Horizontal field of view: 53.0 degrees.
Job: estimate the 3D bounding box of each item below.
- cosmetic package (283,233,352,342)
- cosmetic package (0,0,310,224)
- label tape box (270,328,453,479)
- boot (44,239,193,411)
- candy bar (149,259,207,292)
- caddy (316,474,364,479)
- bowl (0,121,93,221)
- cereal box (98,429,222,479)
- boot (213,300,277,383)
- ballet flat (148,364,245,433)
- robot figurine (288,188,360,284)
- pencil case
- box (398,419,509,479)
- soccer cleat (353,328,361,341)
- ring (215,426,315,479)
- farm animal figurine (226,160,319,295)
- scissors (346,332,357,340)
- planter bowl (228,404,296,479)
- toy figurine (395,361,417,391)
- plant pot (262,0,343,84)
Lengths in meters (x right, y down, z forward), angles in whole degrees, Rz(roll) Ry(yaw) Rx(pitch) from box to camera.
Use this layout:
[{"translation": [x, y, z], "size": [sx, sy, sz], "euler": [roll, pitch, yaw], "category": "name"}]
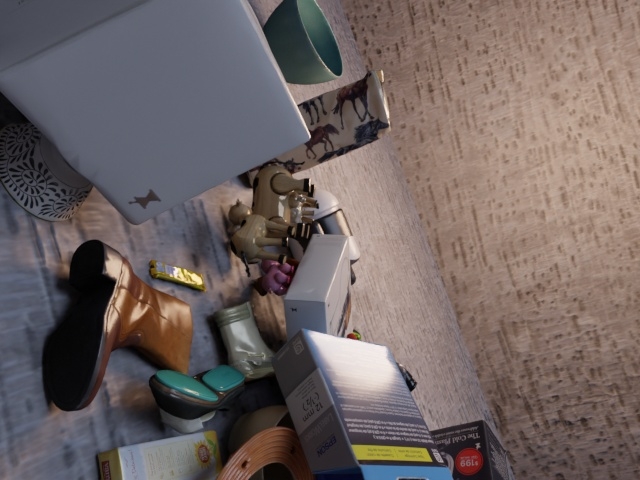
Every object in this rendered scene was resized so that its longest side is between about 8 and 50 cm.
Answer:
[{"translation": [0.006, 0.215, 1.453], "size": [0.284, 0.098, 0.377], "euler": [-64, 154, -58], "category": "cosmetic package"}, {"translation": [-0.262, -0.310, 1.007], "size": [0.329, 0.328, 0.393], "euler": [59, 7, -51], "category": "cosmetic package"}, {"translation": [0.079, 0.341, 1.161], "size": [0.249, 0.115, 0.347], "euler": [19, 35, -41], "category": "label tape box"}, {"translation": [-0.304, 0.171, 1.025], "size": [0.280, 0.096, 0.264], "euler": [56, 20, -54], "category": "boot"}, {"translation": [-0.269, 0.069, 1.233], "size": [0.161, 0.018, 0.040], "euler": [27, 44, -58], "category": "candy bar"}, {"translation": [0.053, 0.535, 1.312], "size": [0.241, 0.179, 0.341], "euler": [-103, -178, -56], "category": "caddy"}, {"translation": [-0.407, -0.121, 1.000], "size": [0.170, 0.080, 0.170], "euler": [50, 29, -41], "category": "bowl"}, {"translation": [-0.232, 0.395, 0.993], "size": [0.240, 0.047, 0.173], "euler": [20, 53, -61], "category": "cereal box"}, {"translation": [-0.138, 0.208, 1.342], "size": [0.213, 0.077, 0.165], "euler": [5, 64, -66], "category": "boot"}, {"translation": [-0.207, 0.271, 1.080], "size": [0.096, 0.095, 0.280], "euler": [-63, 159, 1], "category": "ballet flat"}, {"translation": [-0.002, 0.001, 1.712], "size": [0.174, 0.209, 0.278], "euler": [-26, 97, -38], "category": "robot figurine"}, {"translation": [-0.014, -0.285, 1.612], "size": [0.160, 0.410, 0.183], "euler": [43, 28, -67], "category": "pencil case"}, {"translation": [0.286, 0.649, 1.571], "size": [0.179, 0.343, 0.312], "euler": [54, 26, -37], "category": "box"}, {"translation": [0.059, 0.243, 1.788], "size": [0.179, 0.060, 0.072], "euler": [40, 23, -49], "category": "soccer cleat"}, {"translation": [-0.111, 0.476, 1.065], "size": [0.337, 0.032, 0.336], "euler": [-19, 112, -55], "category": "ring"}, {"translation": [-0.120, -0.029, 1.406], "size": [0.330, 0.172, 0.326], "euler": [79, 21, -68], "category": "farm animal figurine"}, {"translation": [0.101, 0.326, 1.373], "size": [0.297, 0.021, 0.109], "euler": [-111, -163, -52], "category": "scissors"}, {"translation": [-0.101, 0.379, 1.192], "size": [0.162, 0.109, 0.162], "euler": [-17, 111, -56], "category": "planter bowl"}, {"translation": [0.131, 0.398, 1.623], "size": [0.148, 0.213, 0.209], "euler": [45, 25, -15], "category": "toy figurine"}, {"translation": [-0.082, -0.610, 2.020], "size": [0.290, 0.195, 0.290], "euler": [49, 30, -42], "category": "plant pot"}]
